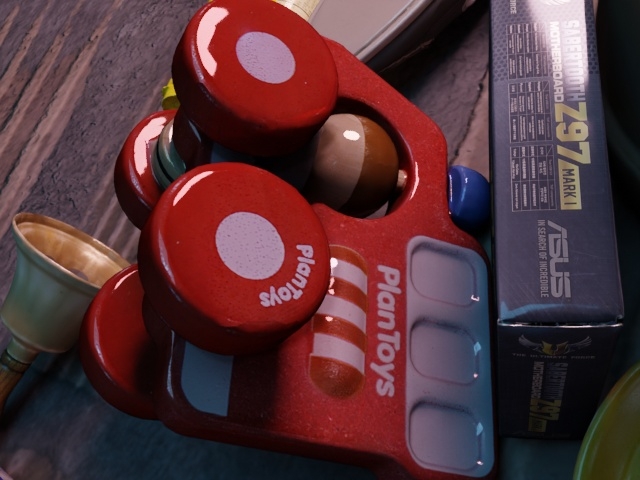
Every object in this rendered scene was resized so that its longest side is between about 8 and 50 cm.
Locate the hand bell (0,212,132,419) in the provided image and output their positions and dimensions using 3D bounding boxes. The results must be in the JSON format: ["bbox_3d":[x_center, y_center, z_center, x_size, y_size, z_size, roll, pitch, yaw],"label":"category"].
[{"bbox_3d":[-0.264,0.111,0.754,0.126,0.126,0.242,39,99,41],"label":"hand bell"}]

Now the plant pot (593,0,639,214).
[{"bbox_3d":[0.272,-0.162,0.429,0.323,0.280,0.323,-11,63,24],"label":"plant pot"}]

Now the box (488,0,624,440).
[{"bbox_3d":[0.126,-0.023,0.502,0.059,0.183,0.232,-2,61,12],"label":"box"}]

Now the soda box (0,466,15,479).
[{"bbox_3d":[-0.336,0.304,0.667,0.098,0.091,0.286,24,77,39],"label":"soda box"}]

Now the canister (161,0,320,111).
[{"bbox_3d":[-0.060,-0.182,0.804,0.126,0.073,0.170,2,62,32],"label":"canister"}]

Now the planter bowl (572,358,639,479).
[{"bbox_3d":[0.237,0.142,0.413,0.217,0.090,0.217,-15,56,24],"label":"planter bowl"}]

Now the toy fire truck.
[{"bbox_3d":[0.000,0.000,0.568,0.169,0.254,0.302,-43,36,52],"label":"toy fire truck"}]

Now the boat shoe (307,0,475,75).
[{"bbox_3d":[0.117,-0.241,0.732,0.335,0.095,0.112,-50,46,3],"label":"boat shoe"}]
